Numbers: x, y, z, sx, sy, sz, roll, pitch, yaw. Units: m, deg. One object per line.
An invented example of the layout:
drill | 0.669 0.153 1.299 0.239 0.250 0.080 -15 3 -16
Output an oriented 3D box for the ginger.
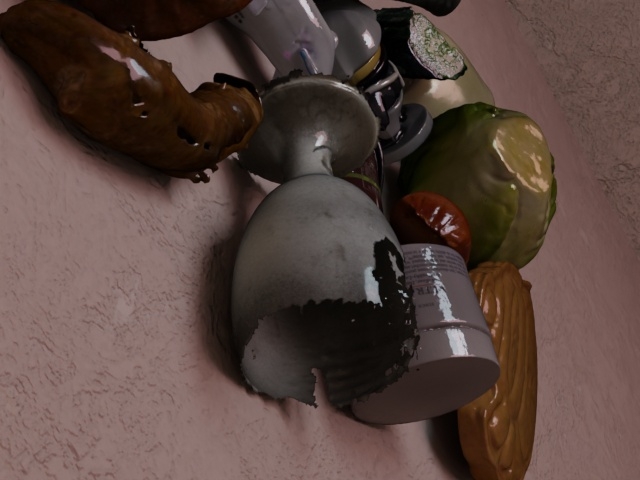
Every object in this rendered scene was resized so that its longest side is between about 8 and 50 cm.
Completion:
ginger | -0.165 -0.135 1.180 0.309 0.107 0.133 18 64 -56

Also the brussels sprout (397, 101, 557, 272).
brussels sprout | 0.232 -0.072 1.800 0.227 0.294 0.260 9 68 -19

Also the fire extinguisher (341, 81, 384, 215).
fire extinguisher | 0.027 -0.078 1.556 0.341 0.105 0.141 -95 -172 -47

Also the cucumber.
cucumber | 0.111 -0.286 1.850 0.086 0.193 0.115 -53 136 -28

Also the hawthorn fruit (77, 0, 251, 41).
hawthorn fruit | -0.164 -0.327 1.216 0.258 0.258 0.262 57 9 -17

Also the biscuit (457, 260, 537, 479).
biscuit | 0.248 0.181 1.662 0.351 0.057 0.312 41 49 -62

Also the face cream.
face cream | 0.101 0.107 1.402 0.177 0.177 0.153 30 37 -54

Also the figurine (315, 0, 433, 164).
figurine | 0.054 -0.237 1.740 0.236 0.133 0.176 52 14 -32

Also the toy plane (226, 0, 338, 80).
toy plane | -0.067 -0.296 1.548 0.267 0.122 0.267 63 3 -6

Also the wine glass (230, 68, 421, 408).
wine glass | -0.005 0.000 1.278 0.190 0.190 0.357 43 27 -41

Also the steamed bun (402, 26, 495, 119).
steamed bun | 0.184 -0.242 2.000 0.200 0.154 0.250 53 22 -26

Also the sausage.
sausage | 0.142 0.010 1.573 0.097 0.094 0.348 44 -10 13

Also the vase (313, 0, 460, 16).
vase | 0.089 -0.360 1.673 0.237 0.115 0.116 4 60 -39
